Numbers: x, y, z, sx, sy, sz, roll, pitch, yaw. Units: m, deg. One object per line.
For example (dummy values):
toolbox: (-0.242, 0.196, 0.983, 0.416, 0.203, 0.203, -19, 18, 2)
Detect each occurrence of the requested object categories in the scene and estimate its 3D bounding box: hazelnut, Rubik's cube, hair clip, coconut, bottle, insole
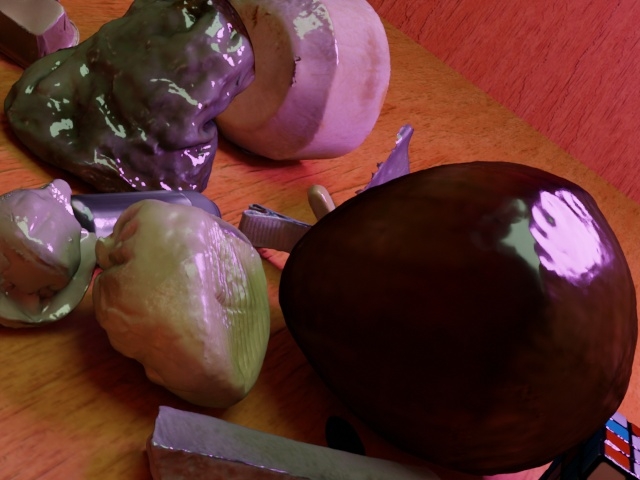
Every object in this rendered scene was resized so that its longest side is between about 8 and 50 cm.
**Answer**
hazelnut: (0.157, 0.075, 1.250, 0.420, 0.353, 0.421, 15, 15, -4)
Rubik's cube: (0.336, 0.308, 1.258, 0.155, 0.154, 0.151, 35, 20, 2)
hair clip: (0.000, -0.002, 1.457, 0.218, 0.159, 0.071, 16, 32, 6)
coconut: (-0.041, -0.277, 1.796, 0.323, 0.323, 0.323, 29, 22, -13)
bottle: (-0.213, -0.021, 1.271, 0.096, 0.079, 0.253, 36, 21, 24)
insole: (0.034, 0.238, 1.178, 0.053, 0.002, 0.153, 22, 24, -27)

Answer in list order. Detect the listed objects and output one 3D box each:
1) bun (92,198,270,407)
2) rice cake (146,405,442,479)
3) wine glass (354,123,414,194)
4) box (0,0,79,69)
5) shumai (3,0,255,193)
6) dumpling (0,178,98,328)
bun: (-0.143, 0.060, 1.103, 0.229, 0.145, 0.229, -10, 90, -77)
rice cake: (-0.013, 0.227, 1.051, 0.365, 0.056, 0.073, 18, 26, -32)
wine glass: (0.208, -0.013, 1.673, 0.323, 0.238, 0.238, 38, 21, 5)
box: (-0.431, -0.317, 1.566, 0.177, 0.111, 0.111, 36, 21, 3)
shumai: (-0.225, -0.220, 1.431, 0.304, 0.263, 0.309, 11, 31, -50)
dumpling: (-0.281, 0.015, 1.064, 0.136, 0.118, 0.199, 50, 39, -9)
